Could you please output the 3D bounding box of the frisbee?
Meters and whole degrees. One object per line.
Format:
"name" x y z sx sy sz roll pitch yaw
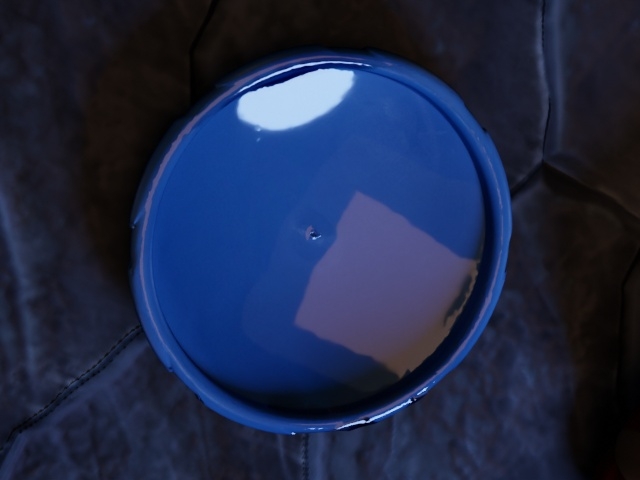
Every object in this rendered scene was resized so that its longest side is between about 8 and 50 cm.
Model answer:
"frisbee" 0.000 0.000 0.883 0.242 0.045 0.242 -5 105 -18

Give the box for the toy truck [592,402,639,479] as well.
"toy truck" 0.326 0.133 0.955 0.265 0.189 0.239 34 82 -23
